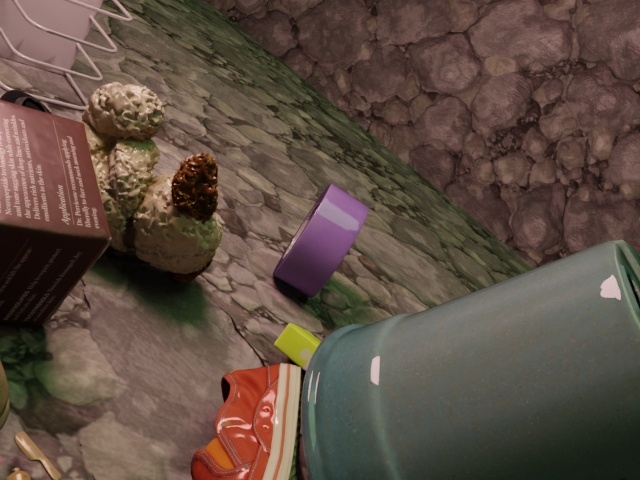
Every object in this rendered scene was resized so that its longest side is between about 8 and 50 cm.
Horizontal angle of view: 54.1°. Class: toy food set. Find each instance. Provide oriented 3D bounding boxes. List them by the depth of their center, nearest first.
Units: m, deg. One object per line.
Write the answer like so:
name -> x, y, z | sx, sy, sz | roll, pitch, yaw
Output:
toy food set -> -0.271, 0.200, 0.486 | 0.078, 0.019, 0.122 | 40, 29, 17

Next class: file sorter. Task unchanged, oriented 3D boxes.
file sorter -> -0.477, -0.411, 1.155 | 0.193, 0.277, 0.173 | 6, 36, -51

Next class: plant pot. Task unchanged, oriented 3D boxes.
plant pot -> 0.214, 0.182, 0.651 | 0.341, 0.334, 0.341 | 34, 39, -33

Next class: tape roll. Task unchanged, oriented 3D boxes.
tape roll -> 0.000, 0.000, 1.086 | 0.080, 0.189, 0.189 | 33, 21, -4

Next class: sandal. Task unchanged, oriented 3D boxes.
sandal -> -0.449, -0.173, 0.983 | 0.097, 0.054, 0.254 | 17, 27, -38

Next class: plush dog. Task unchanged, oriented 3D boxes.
plush dog -> -0.236, -0.042, 0.841 | 0.225, 0.262, 0.210 | 26, 53, 5

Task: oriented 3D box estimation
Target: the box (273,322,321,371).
box -> 0.026, 0.185, 0.859 | 0.178, 0.042, 0.109 | 36, -5, 17

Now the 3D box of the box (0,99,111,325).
box -> -0.348, -0.031, 0.617 | 0.203, 0.167, 0.168 | 11, 46, -45

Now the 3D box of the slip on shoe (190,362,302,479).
slip on shoe -> -0.075, 0.238, 0.592 | 0.101, 0.123, 0.331 | 1, 28, 1

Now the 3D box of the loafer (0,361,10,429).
loafer -> -0.372, 0.075, 0.492 | 0.268, 0.092, 0.102 | 24, 23, -16
